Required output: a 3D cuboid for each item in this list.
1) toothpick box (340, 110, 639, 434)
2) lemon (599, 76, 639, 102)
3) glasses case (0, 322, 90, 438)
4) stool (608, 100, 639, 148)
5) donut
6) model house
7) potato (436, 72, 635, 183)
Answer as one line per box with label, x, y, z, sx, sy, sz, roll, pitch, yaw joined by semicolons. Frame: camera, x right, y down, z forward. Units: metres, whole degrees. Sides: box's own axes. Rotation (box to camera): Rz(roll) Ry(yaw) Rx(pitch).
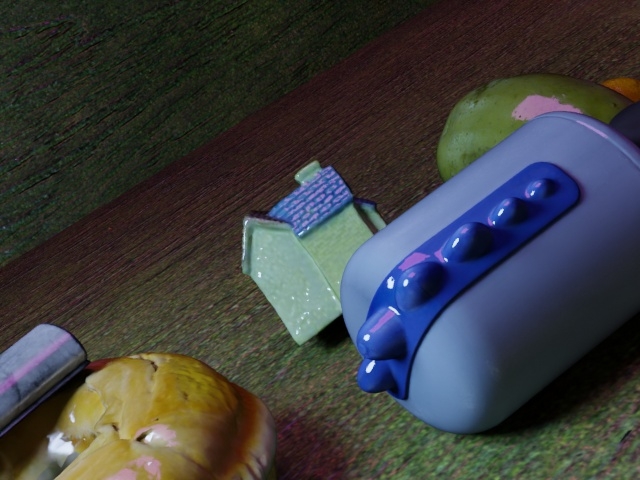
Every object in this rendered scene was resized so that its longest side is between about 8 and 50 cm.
toothpick box;0.175;0.040;0.998;0.354;0.263;0.263;-35;20;-19
lemon;0.449;-0.190;1.470;0.133;0.109;0.109;-21;18;-5
glasses case;-0.381;0.199;1.009;0.114;0.060;0.299;0;34;50
stool;0.430;-0.097;1.181;0.153;0.139;0.228;0;28;48
donut;-0.245;0.281;1.008;0.449;0.198;0.449;-26;20;10
model house;0.000;0.000;1.345;0.214;0.189;0.195;-39;6;9
potato;0.305;-0.137;1.377;0.216;0.216;0.304;-39;19;-32
